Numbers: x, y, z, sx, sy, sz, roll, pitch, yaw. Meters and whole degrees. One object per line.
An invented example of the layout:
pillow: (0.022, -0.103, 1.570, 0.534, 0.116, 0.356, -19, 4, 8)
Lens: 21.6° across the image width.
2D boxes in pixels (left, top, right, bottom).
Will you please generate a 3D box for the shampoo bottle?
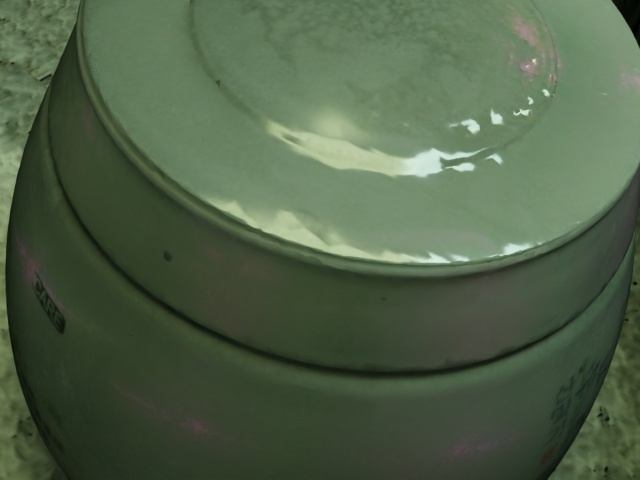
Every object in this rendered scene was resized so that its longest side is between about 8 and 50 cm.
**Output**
shampoo bottle: (0.000, 0.000, 0.736, 0.273, 0.266, 0.273, 5, 48, -6)

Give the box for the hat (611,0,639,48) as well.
hat: (0.120, -0.166, 0.991, 0.257, 0.130, 0.257, 5, 48, -6)
